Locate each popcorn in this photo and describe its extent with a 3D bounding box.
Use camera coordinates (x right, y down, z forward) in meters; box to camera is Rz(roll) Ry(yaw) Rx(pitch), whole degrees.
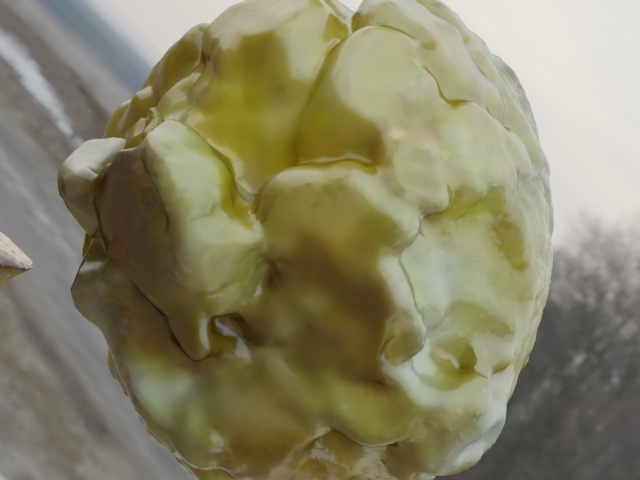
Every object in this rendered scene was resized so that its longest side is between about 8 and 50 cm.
[{"bbox_3d":[0.002,0.003,1.267,0.344,0.354,0.390,48,-3,0],"label":"popcorn"}]

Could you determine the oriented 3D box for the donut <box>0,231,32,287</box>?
[{"bbox_3d":[-0.360,-0.025,1.513,0.253,0.118,0.253,31,6,-4],"label":"donut"}]
